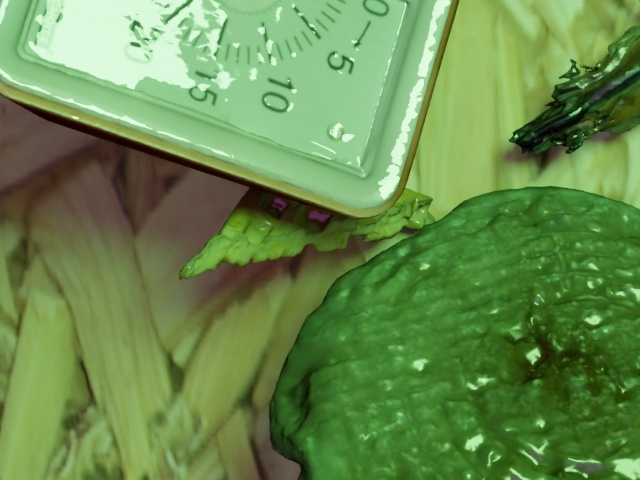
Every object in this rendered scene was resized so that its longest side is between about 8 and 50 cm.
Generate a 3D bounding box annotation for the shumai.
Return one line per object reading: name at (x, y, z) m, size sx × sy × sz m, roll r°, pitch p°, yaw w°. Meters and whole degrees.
shumai at (0.130, 0.154, 0.917) m, size 0.309 × 0.304 × 0.263 m, roll 2°, pitch 136°, yaw 7°

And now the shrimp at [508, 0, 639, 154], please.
shrimp at (0.192, -0.149, 0.891) m, size 0.219 × 0.046 × 0.152 m, roll -37°, pitch 94°, yaw 10°

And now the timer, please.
timer at (-0.042, -0.162, 0.844) m, size 0.250 × 0.161 × 0.257 m, roll 17°, pitch 82°, yaw -1°

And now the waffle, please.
waffle at (0.000, 0.000, 0.877) m, size 0.125 × 0.191 × 0.032 m, roll 21°, pitch 117°, yaw 4°
